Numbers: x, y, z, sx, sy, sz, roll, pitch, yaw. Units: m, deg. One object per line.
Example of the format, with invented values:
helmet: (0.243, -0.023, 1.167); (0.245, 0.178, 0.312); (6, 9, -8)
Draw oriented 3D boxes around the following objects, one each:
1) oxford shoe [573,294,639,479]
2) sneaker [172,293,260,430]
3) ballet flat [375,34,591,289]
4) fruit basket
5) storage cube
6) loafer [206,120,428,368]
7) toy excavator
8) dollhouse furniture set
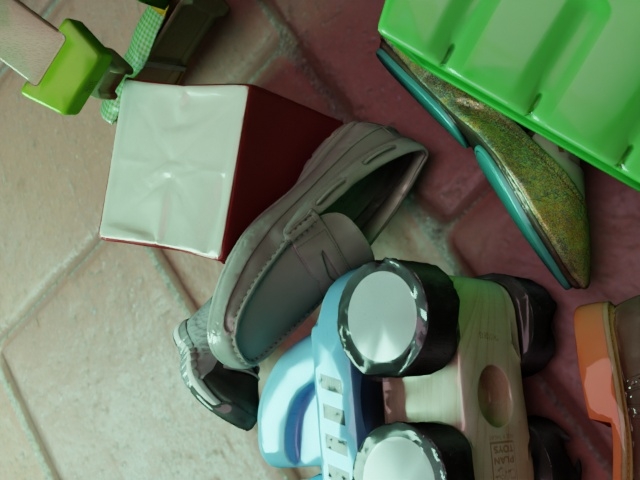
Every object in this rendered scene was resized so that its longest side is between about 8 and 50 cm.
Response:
oxford shoe: (0.323, 0.220, 0.808); (0.133, 0.130, 0.363); (-16, 77, 23)
sneaker: (-0.096, 0.109, 1.065); (0.132, 0.086, 0.228); (-51, 31, 4)
ballet flat: (0.188, -0.113, 0.939); (0.123, 0.123, 0.348); (-44, 65, 20)
fruit basket: (0.277, -0.250, 0.790); (0.392, 0.283, 0.391); (1, 92, 16)
storage cube: (-0.109, -0.069, 1.065); (0.184, 0.193, 0.214); (10, 89, 32)
loafer: (0.000, 0.000, 0.968); (0.111, 0.112, 0.319); (14, 61, 39)
toy excavator: (0.019, 0.252, 0.967); (0.445, 0.222, 0.432); (-15, 75, 43)
dollhouse furniture set: (-0.250, -0.258, 1.093); (0.151, 0.301, 0.197); (36, 102, 4)
